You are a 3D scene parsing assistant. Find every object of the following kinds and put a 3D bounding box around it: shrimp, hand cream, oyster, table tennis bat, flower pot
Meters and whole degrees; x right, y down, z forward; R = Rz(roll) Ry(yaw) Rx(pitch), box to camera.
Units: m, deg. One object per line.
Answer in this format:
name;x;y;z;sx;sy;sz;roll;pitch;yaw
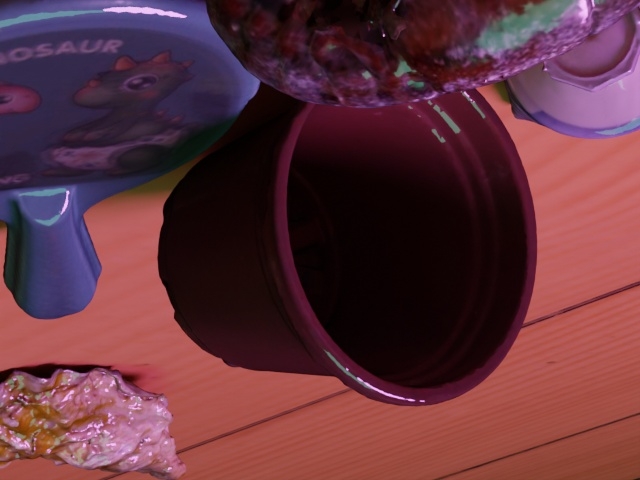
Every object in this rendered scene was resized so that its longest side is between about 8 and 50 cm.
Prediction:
shrimp;0.049;-0.075;0.381;0.165;0.065;0.056;-25;-167;20
hand cream;0.089;-0.054;0.513;0.084;0.053;0.142;-19;174;14
oyster;-0.137;0.090;0.837;0.122;0.045;0.146;-1;165;5
table tennis bat;-0.081;-0.024;0.494;0.124;0.033;0.201;-9;159;-10
flower pot;0.000;0.000;0.541;0.111;0.111;0.089;0;174;-41
